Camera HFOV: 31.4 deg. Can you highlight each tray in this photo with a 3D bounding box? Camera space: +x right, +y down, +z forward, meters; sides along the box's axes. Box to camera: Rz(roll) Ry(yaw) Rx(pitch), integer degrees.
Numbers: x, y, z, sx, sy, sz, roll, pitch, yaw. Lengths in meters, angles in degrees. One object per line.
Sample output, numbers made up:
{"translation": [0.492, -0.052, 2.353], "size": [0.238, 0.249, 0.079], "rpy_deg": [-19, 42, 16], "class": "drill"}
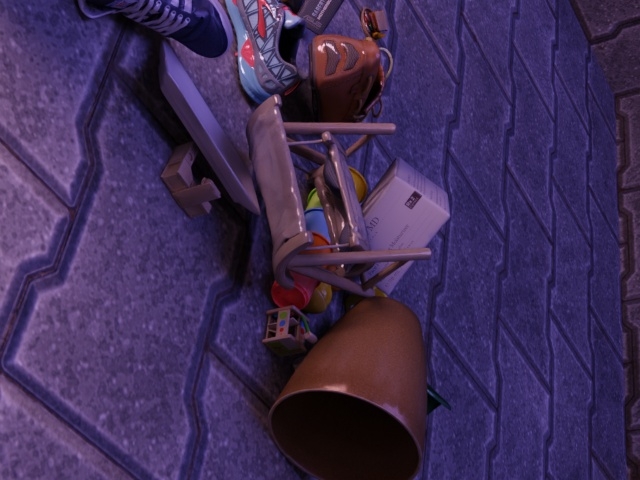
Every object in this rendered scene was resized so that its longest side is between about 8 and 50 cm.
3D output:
{"translation": [-0.172, -0.163, 1.694], "size": [0.270, 0.030, 0.145], "rpy_deg": [58, 8, -31], "class": "tray"}

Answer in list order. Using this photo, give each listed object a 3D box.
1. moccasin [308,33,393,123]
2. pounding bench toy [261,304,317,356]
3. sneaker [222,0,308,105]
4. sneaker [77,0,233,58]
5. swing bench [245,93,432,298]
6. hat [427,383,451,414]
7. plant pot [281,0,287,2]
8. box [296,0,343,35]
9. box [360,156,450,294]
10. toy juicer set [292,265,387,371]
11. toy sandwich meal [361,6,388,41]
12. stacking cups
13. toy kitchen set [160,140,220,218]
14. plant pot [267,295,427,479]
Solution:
{"translation": [0.057, -0.275, 1.991], "size": [0.380, 0.147, 0.139], "rpy_deg": [85, 3, -77], "class": "moccasin"}
{"translation": [-0.040, 0.136, 1.782], "size": [0.052, 0.083, 0.065], "rpy_deg": [46, 40, -44], "class": "pounding bench toy"}
{"translation": [-0.078, -0.363, 1.900], "size": [0.104, 0.125, 0.262], "rpy_deg": [-1, 79, -63], "class": "sneaker"}
{"translation": [-0.239, -0.331, 1.599], "size": [0.282, 0.099, 0.153], "rpy_deg": [46, 34, -30], "class": "sneaker"}
{"translation": [0.004, -0.061, 1.778], "size": [0.254, 0.165, 0.253], "rpy_deg": [8, 58, -36], "class": "swing bench"}
{"translation": [0.121, 0.319, 2.069], "size": [0.208, 0.183, 0.173], "rpy_deg": [42, 2, 31], "class": "hat"}
{"translation": [-0.062, -0.470, 2.036], "size": [0.081, 0.081, 0.083], "rpy_deg": [51, 42, -40], "class": "plant pot"}
{"translation": [0.025, -0.453, 2.005], "size": [0.059, 0.183, 0.233], "rpy_deg": [32, 10, -7], "class": "box"}
{"translation": [0.127, -0.028, 1.994], "size": [0.119, 0.181, 0.182], "rpy_deg": [35, 15, -5], "class": "box"}
{"translation": [0.040, 0.166, 1.914], "size": [0.209, 0.089, 0.329], "rpy_deg": [53, 35, -37], "class": "toy juicer set"}
{"translation": [0.116, -0.461, 2.418], "size": [0.085, 0.029, 0.085], "rpy_deg": [36, 47, -51], "class": "toy sandwich meal"}
{"translation": [0.000, 0.000, 1.915], "size": [0.096, 0.096, 0.316], "rpy_deg": [59, 33, -30], "class": "stacking cups"}
{"translation": [-0.173, -0.091, 1.654], "size": [0.083, 0.068, 0.075], "rpy_deg": [57, 32, -33], "class": "toy kitchen set"}
{"translation": [0.071, 0.214, 1.763], "size": [0.237, 0.237, 0.254], "rpy_deg": [58, 38, -32], "class": "plant pot"}
